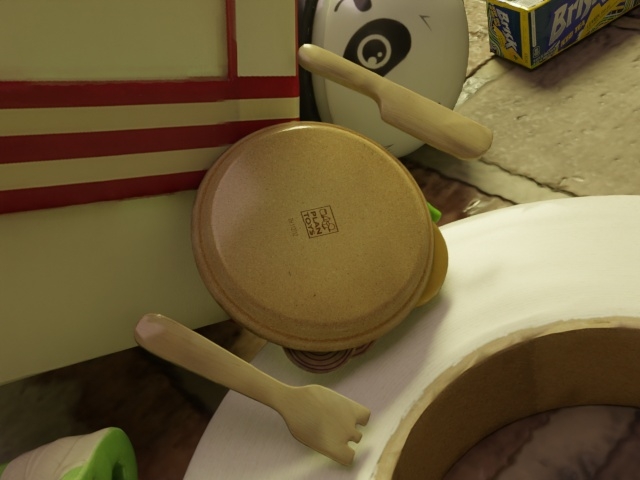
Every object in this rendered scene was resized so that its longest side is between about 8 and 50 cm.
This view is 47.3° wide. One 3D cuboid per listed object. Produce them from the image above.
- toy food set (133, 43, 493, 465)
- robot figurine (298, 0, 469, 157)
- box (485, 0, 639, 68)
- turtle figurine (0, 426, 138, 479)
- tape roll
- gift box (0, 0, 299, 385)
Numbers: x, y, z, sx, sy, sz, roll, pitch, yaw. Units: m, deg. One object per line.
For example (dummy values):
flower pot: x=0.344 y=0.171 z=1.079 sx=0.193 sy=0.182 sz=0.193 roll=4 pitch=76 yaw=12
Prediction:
toy food set: x=0.000 y=0.000 z=0.372 sx=0.132 sy=0.038 sz=0.192 roll=28 pitch=66 yaw=1
robot figurine: x=-0.024 y=-0.152 z=0.579 sx=0.278 sy=0.209 sz=0.173 roll=9 pitch=35 yaw=27
box: x=0.230 y=-0.222 z=0.657 sx=0.169 sy=0.059 sz=0.054 roll=-32 pitch=42 yaw=-16
turtle figurine: x=-0.213 y=0.169 z=0.288 sx=0.266 sy=0.274 sz=0.197 roll=-6 pitch=77 yaw=7
tape roll: x=0.126 y=0.132 z=0.301 sx=0.392 sy=0.072 sz=0.392 roll=-10 pitch=43 yaw=9
gift box: x=-0.165 y=-0.083 z=0.437 sx=0.258 sy=0.255 sz=0.276 roll=-12 pitch=23 yaw=-40
